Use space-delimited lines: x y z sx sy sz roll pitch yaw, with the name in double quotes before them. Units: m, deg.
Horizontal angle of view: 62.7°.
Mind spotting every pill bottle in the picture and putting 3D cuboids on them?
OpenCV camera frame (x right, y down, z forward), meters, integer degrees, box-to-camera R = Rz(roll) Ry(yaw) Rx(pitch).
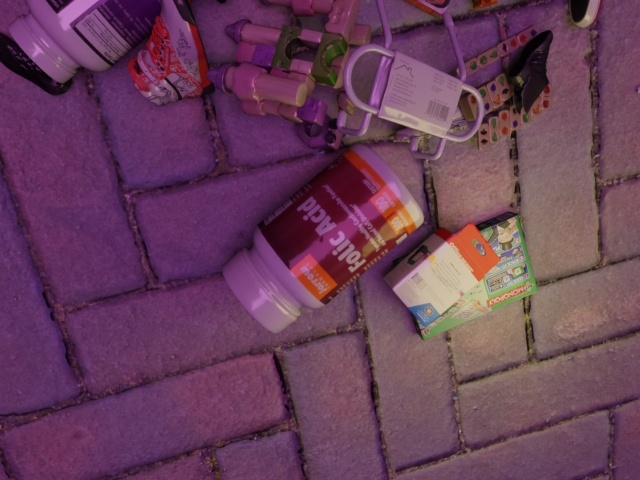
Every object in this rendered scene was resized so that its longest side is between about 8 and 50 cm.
"pill bottle" -0.385 -0.434 0.943 0.322 0.181 0.182 -38 108 1
"pill bottle" 0.000 0.000 1.104 0.392 0.224 0.224 -40 108 2

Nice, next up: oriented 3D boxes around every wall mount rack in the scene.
"wall mount rack" 0.171 -0.328 1.012 0.349 0.130 0.305 10 100 -34

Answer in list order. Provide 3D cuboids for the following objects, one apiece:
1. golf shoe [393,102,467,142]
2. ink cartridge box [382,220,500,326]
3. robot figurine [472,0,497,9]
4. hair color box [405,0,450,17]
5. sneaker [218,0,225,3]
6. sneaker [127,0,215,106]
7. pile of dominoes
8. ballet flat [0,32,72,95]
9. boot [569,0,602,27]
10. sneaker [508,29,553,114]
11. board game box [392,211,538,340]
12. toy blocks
"golf shoe" 0.236 -0.267 1.165 0.176 0.069 0.086 -19 101 -15
"ink cartridge box" 0.276 0.068 1.201 0.231 0.078 0.134 -41 108 2
"robot figurine" 0.374 -0.643 1.075 0.210 0.085 0.291 -14 107 -7
"hair color box" 0.206 -0.531 1.096 0.141 0.043 0.072 20 99 -15
"sneaker" -0.206 -0.581 0.984 0.101 0.106 0.268 -6 85 -7
"sneaker" -0.285 -0.339 0.953 0.144 0.270 0.090 -19 74 -7
"pile of dominoes" 0.422 -0.337 1.163 0.251 0.040 0.196 -31 108 -13
"ballet flat" -0.565 -0.344 1.013 0.173 0.049 0.057 37 138 -16
"boot" 0.648 -0.584 1.142 0.176 0.088 0.245 5 100 -13
"sneaker" 0.469 -0.367 1.150 0.089 0.051 0.170 41 81 -26
"board game box" 0.357 0.088 1.286 0.317 0.046 0.214 -22 108 -4
"toy blocks" -0.078 -0.366 1.026 0.259 0.309 0.289 17 90 19
